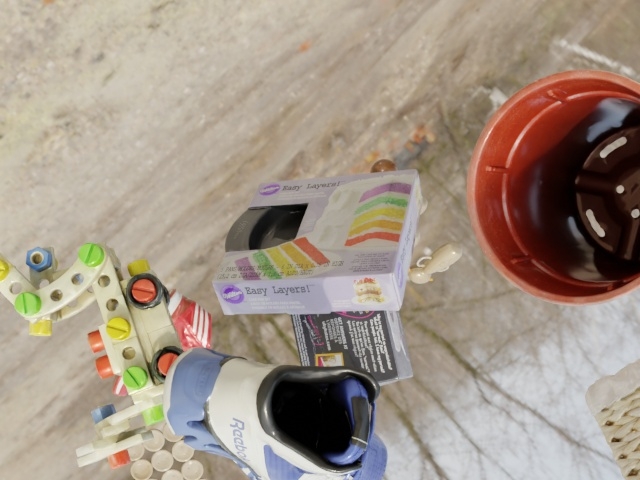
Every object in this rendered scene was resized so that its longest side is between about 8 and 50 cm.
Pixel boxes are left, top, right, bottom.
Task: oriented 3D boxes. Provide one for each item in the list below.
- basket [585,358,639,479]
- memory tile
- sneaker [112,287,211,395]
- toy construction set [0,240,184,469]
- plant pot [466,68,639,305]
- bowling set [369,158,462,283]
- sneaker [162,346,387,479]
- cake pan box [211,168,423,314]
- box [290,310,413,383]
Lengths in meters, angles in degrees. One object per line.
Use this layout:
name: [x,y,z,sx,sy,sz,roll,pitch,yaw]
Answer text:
basket: [0.634,0.282,1.237,0.328,0.267,0.331,15,139,-35]
memory tile: [-0.256,0.383,1.436,0.113,0.148,0.012,-25,-179,-6]
sneaker: [-0.274,0.208,1.549,0.221,0.128,0.087,-56,-165,7]
toy construction set: [-0.290,0.142,1.134,0.215,0.328,0.151,-21,-176,-5]
plant pot: [0.369,-0.062,1.091,0.265,0.272,0.272,-1,139,-52]
bowling set: [0.115,-0.035,1.616,0.154,0.287,0.200,-41,-138,41]
sneaker: [0.000,0.212,0.900,0.182,0.315,0.128,-4,-121,39]
cake pan box: [0.000,0.000,1.210,0.266,0.070,0.246,-3,-145,20]
box: [0.051,0.143,1.297,0.142,0.163,0.247,-13,169,7]
